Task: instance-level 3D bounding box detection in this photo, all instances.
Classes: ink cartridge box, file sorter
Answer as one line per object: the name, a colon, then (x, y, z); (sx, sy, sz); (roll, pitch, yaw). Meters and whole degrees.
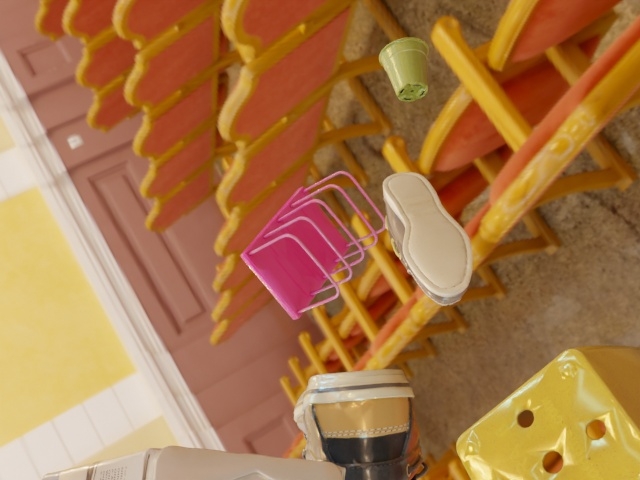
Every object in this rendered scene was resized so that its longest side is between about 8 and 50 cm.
ink cartridge box: (-0.151, 0.309, 0.810); (0.307, 0.223, 0.129); (-28, 54, 49)
file sorter: (0.000, 0.000, 1.768); (0.182, 0.290, 0.202); (-25, 110, 43)

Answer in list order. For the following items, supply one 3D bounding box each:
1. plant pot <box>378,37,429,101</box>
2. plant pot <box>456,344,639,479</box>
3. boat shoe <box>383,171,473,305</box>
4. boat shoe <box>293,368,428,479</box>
plant pot: (0.142, -0.272, 1.223); (0.083, 0.083, 0.079); (105, 159, -62)
plant pot: (0.249, 0.213, 0.661); (0.187, 0.212, 0.212); (31, -157, -39)
boat shoe: (0.184, 0.006, 1.332); (0.324, 0.117, 0.096); (-109, 12, -49)
boat shoe: (0.055, 0.288, 1.076); (0.500, 0.187, 0.156); (85, 179, -73)
